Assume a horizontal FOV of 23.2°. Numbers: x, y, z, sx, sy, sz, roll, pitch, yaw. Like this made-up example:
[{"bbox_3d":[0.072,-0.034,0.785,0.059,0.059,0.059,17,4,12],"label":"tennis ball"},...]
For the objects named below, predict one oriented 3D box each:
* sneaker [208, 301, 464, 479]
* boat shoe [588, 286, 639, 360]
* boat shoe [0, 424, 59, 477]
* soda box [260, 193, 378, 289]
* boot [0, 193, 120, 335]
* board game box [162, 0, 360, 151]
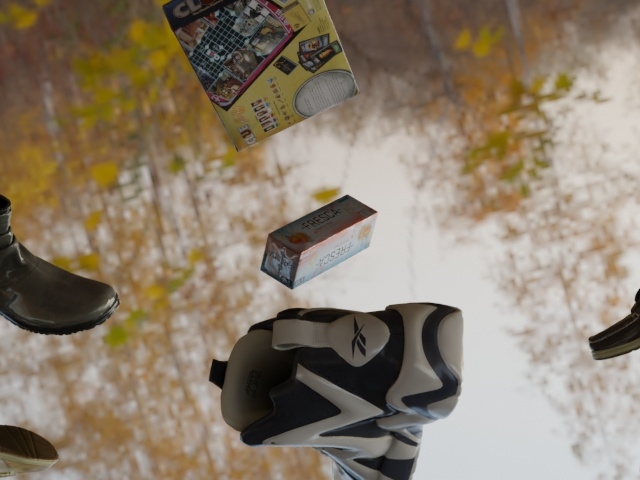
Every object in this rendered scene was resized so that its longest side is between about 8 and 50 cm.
[{"bbox_3d":[-0.004,0.108,1.052,0.153,0.094,0.235,8,156,-8],"label":"sneaker"},{"bbox_3d":[0.406,0.069,1.821,0.223,0.073,0.080,-29,178,26],"label":"boat shoe"},{"bbox_3d":[-0.322,0.210,1.526,0.135,0.045,0.050,14,-152,-37],"label":"boat shoe"},{"bbox_3d":[0.000,0.000,2.093,0.058,0.063,0.183,31,-146,26],"label":"soda box"},{"bbox_3d":[-0.368,0.020,1.871,0.246,0.161,0.083,9,-141,18],"label":"boot"},{"bbox_3d":[-0.061,-0.212,1.754,0.165,0.042,0.243,-25,147,0],"label":"board game box"}]
